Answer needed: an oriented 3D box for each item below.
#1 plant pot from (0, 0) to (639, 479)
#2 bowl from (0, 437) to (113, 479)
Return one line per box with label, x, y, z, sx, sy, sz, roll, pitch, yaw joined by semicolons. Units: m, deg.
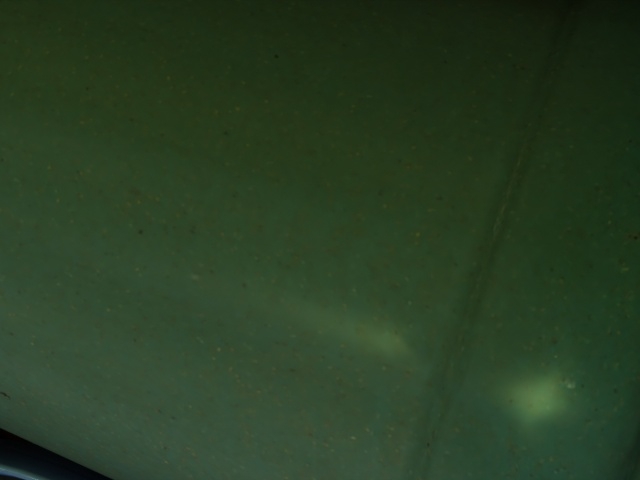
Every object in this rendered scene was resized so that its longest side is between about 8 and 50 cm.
plant pot;0.000;0.000;0.784;0.334;0.341;0.341;17;111;8
bowl;-0.203;0.299;1.004;0.391;0.077;0.391;2;101;9
